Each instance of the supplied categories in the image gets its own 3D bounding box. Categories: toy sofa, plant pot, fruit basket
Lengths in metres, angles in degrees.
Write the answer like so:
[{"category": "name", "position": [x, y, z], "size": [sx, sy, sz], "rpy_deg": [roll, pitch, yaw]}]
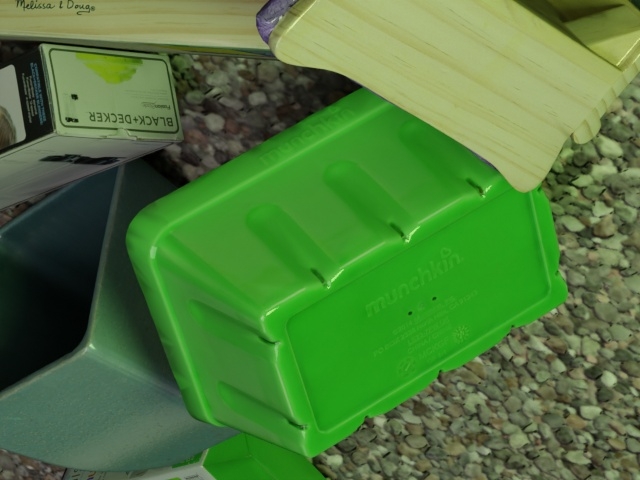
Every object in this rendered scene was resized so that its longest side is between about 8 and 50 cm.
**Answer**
[{"category": "toy sofa", "position": [0.086, -0.193, 1.499], "size": [0.362, 0.150, 0.177], "rpy_deg": [24, 111, -44]}, {"category": "plant pot", "position": [-0.192, 0.101, 1.971], "size": [0.252, 0.248, 0.247], "rpy_deg": [31, 138, -30]}, {"category": "fruit basket", "position": [0.000, 0.000, 1.771], "size": [0.392, 0.392, 0.283], "rpy_deg": [1, 129, 23]}]

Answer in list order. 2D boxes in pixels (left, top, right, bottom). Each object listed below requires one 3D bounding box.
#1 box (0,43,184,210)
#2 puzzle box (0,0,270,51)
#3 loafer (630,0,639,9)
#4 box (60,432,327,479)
[{"category": "box", "position": [-0.292, -0.102, 1.861], "size": [0.290, 0.169, 0.087], "rpy_deg": [-17, 79, 40]}, {"category": "puzzle box", "position": [-0.155, -0.194, 1.687], "size": [0.409, 0.272, 0.052], "rpy_deg": [5, 93, 19]}, {"category": "loafer", "position": [0.346, -0.241, 1.527], "size": [0.084, 0.096, 0.267], "rpy_deg": [48, 133, -11]}, {"category": "box", "position": [-0.124, 0.308, 2.169], "size": [0.231, 0.126, 0.262], "rpy_deg": [-18, 127, 36]}]
